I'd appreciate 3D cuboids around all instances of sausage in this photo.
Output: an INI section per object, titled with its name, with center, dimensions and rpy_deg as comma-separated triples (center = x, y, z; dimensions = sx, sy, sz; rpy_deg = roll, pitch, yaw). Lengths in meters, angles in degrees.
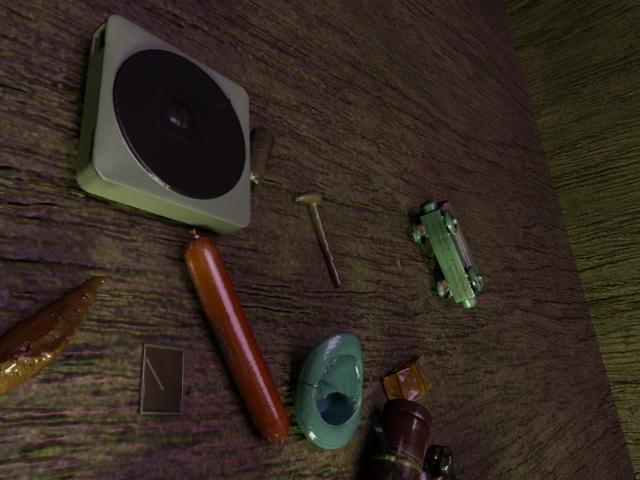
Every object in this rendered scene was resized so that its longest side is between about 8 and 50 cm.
[sausage]
center = -0.123, 0.146, 0.815
dimensions = 0.053, 0.053, 0.348
rpy_deg = -26, 95, -53

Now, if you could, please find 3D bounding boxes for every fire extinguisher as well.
[fire extinguisher]
center = 0.105, 0.429, 0.934
dimensions = 0.141, 0.105, 0.341
rpy_deg = 37, 44, -11

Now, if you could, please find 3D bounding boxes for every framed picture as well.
[framed picture]
center = -0.207, 0.183, 0.731
dimensions = 0.066, 0.006, 0.089
rpy_deg = 19, 59, -45

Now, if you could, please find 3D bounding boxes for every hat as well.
[hat]
center = 0.012, 0.244, 0.928
dimensions = 0.138, 0.077, 0.191
rpy_deg = 12, 83, -39

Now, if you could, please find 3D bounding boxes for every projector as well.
[projector]
center = -0.218, -0.157, 0.816
dimensions = 0.259, 0.079, 0.257
rpy_deg = 20, 59, -45

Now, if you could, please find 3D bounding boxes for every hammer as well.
[hammer]
center = 0.000, 0.000, 1.064
dimensions = 0.060, 0.028, 0.195
rpy_deg = -17, 89, -48

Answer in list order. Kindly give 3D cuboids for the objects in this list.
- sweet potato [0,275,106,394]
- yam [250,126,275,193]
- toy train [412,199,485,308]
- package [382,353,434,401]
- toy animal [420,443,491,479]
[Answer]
[sweet potato]
center = -0.301, 0.105, 0.604
dimensions = 0.206, 0.067, 0.060
rpy_deg = -61, 146, -52
[yam]
center = -0.113, -0.140, 0.961
dimensions = 0.054, 0.054, 0.132
rpy_deg = 42, 43, -32
[toy train]
center = 0.328, 0.026, 1.406
dimensions = 0.286, 0.116, 0.177
rpy_deg = 65, 24, -4
[package]
center = 0.183, 0.287, 1.139
dimensions = 0.131, 0.047, 0.071
rpy_deg = -15, 89, -55
[toy animal]
center = 0.279, 0.532, 1.103
dimensions = 0.343, 0.106, 0.168
rpy_deg = 55, 46, -8
